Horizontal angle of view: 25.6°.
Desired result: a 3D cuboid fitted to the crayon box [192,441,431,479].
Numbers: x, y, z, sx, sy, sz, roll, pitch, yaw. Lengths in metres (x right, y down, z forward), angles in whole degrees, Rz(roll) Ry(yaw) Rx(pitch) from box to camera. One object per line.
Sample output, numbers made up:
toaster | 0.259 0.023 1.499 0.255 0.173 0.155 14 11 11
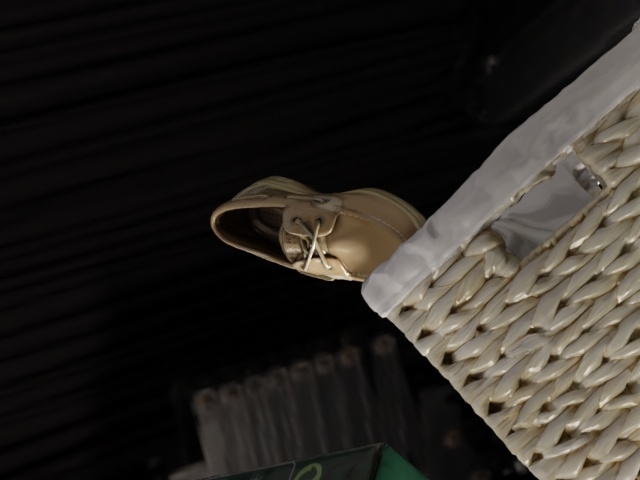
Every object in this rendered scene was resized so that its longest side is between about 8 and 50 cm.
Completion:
crayon box | 0.055 0.248 0.843 0.202 0.081 0.318 -19 -51 42

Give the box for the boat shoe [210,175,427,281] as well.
boat shoe | 0.000 0.000 1.756 0.341 0.110 0.122 11 -63 47

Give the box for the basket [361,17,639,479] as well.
basket | 0.274 0.010 1.155 0.328 0.331 0.266 -44 -100 25
